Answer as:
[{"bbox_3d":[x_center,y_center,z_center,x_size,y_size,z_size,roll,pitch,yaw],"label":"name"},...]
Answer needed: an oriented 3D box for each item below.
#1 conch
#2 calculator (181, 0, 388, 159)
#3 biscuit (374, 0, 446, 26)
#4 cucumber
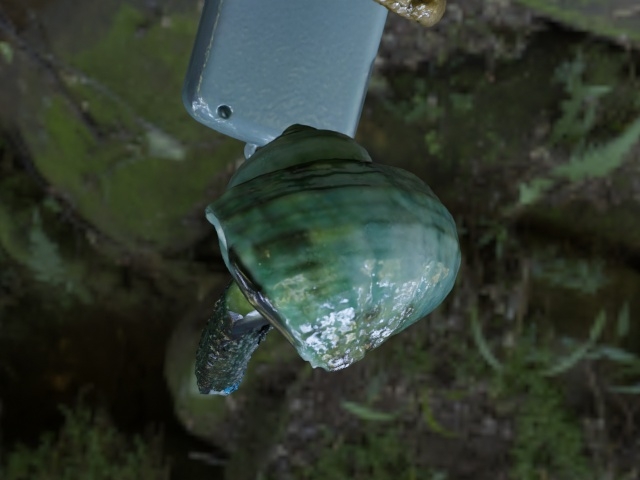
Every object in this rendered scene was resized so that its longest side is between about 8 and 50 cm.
[{"bbox_3d":[0.002,-0.001,0.896,0.176,0.122,0.188,20,-173,-28],"label":"conch"},{"bbox_3d":[-0.019,-0.176,1.138,0.141,0.246,0.045,14,180,-14],"label":"calculator"},{"bbox_3d":[-0.014,-0.210,0.990,0.226,0.042,0.226,30,-170,-6],"label":"biscuit"},{"bbox_3d":[-0.066,0.073,1.094,0.043,0.044,0.256,-16,165,-15],"label":"cucumber"}]
